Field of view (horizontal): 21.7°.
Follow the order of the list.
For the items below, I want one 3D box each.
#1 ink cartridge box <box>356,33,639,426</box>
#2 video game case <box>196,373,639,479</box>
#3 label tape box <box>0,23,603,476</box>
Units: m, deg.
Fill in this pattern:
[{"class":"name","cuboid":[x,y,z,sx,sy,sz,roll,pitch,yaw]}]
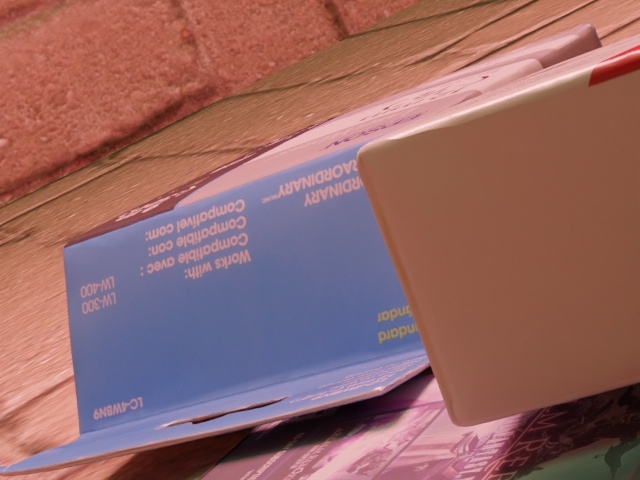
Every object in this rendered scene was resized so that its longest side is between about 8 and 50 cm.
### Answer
[{"class":"ink cartridge box","cuboid":[0.160,-0.035,0.683,0.197,0.114,0.273,-18,5,23]},{"class":"video game case","cuboid":[0.039,0.097,0.658,0.274,0.026,0.196,-17,13,38]},{"class":"label tape box","cuboid":[0.000,0.000,0.914,0.249,0.115,0.348,-17,6,35]}]
